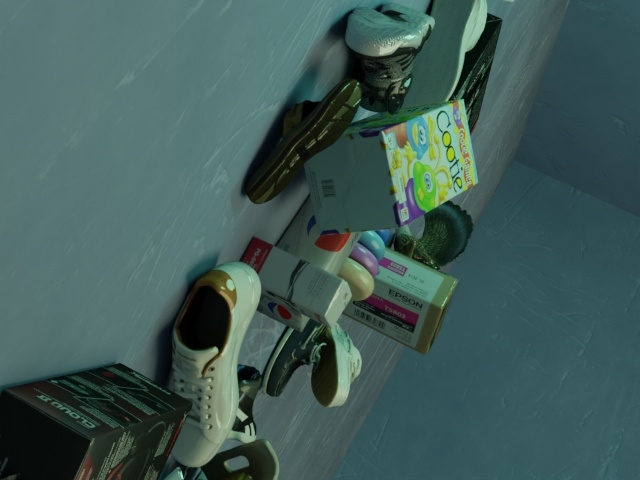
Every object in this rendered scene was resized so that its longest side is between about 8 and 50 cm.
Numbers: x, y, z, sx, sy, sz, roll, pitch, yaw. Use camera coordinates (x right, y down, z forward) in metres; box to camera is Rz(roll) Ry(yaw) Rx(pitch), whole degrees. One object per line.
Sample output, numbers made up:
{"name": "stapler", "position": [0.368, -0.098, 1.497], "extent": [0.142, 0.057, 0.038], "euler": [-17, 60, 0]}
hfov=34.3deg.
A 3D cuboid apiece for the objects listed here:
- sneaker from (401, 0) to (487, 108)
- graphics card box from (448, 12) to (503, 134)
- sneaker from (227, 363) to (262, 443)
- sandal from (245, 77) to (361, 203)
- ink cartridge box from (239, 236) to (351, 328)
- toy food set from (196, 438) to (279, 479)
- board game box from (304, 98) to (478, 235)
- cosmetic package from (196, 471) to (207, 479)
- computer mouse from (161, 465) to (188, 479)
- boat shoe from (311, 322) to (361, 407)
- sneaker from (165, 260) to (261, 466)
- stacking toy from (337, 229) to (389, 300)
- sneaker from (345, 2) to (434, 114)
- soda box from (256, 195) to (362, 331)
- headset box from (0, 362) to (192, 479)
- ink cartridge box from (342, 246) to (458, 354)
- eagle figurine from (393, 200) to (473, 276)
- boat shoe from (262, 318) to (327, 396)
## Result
{"name": "sneaker", "position": [0.230, -0.335, 1.894], "extent": [0.292, 0.108, 0.169], "euler": [-67, 164, 8]}
{"name": "graphics card box", "position": [0.274, -0.290, 2.189], "extent": [0.233, 0.094, 0.371], "euler": [-58, 167, -23]}
{"name": "sneaker", "position": [-0.129, 0.269, 1.721], "extent": [0.121, 0.079, 0.217], "euler": [-62, 167, -6]}
{"name": "sandal", "position": [-0.029, -0.141, 1.377], "extent": [0.219, 0.060, 0.090], "euler": [-47, 159, -7]}
{"name": "ink cartridge box", "position": [-0.037, 0.063, 1.515], "extent": [0.063, 0.150, 0.109], "euler": [-61, 167, -10]}
{"name": "toy food set", "position": [-0.208, 0.453, 1.640], "extent": [0.219, 0.092, 0.306], "euler": [-30, -160, 48]}
{"name": "board game box", "position": [0.111, -0.116, 1.565], "extent": [0.275, 0.142, 0.144], "euler": [-29, 110, -55]}
{"name": "cosmetic package", "position": [-0.183, 0.606, 1.917], "extent": [0.155, 0.197, 0.365], "euler": [-53, 162, -41]}
{"name": "computer mouse", "position": [-0.239, 0.383, 1.602], "extent": [0.106, 0.042, 0.193], "euler": [104, 11, -58]}
{"name": "boat shoe", "position": [0.039, 0.241, 2.046], "extent": [0.098, 0.096, 0.277], "euler": [-56, -162, 22]}
{"name": "sneaker", "position": [-0.166, 0.170, 1.356], "extent": [0.123, 0.106, 0.290], "euler": [-17, 122, -68]}
{"name": "stacking toy", "position": [0.081, -0.065, 1.833], "extent": [0.141, 0.141, 0.330], "euler": [87, 25, -65]}
{"name": "sneaker", "position": [0.088, -0.253, 1.495], "extent": [0.268, 0.101, 0.153], "euler": [-42, 153, -64]}
{"name": "soda box", "position": [0.000, 0.000, 1.674], "extent": [0.286, 0.091, 0.098], "euler": [-57, 165, -27]}
{"name": "headset box", "position": [-0.269, 0.256, 1.069], "extent": [0.218, 0.110, 0.293], "euler": [-65, 167, 5]}
{"name": "ink cartridge box", "position": [0.150, 0.114, 2.171], "extent": [0.088, 0.234, 0.193], "euler": [-56, 165, -33]}
{"name": "eagle figurine", "position": [0.232, 0.028, 2.453], "extent": [0.298, 0.226, 0.225], "euler": [-20, 115, -65]}
{"name": "boat shoe", "position": [-0.026, 0.192, 1.978], "extent": [0.254, 0.079, 0.095], "euler": [-61, 171, -9]}
